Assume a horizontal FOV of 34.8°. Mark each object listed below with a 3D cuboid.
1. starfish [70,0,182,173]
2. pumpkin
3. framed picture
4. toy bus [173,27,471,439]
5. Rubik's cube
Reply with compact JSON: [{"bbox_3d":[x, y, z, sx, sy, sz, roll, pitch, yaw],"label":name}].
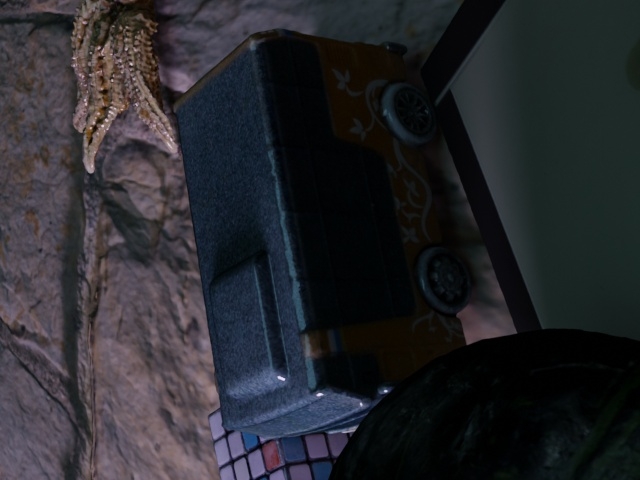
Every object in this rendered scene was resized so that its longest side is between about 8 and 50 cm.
[{"bbox_3d":[-0.205,-0.216,1.078,0.301,0.084,0.294,15,105,55],"label":"starfish"},{"bbox_3d":[0.125,0.192,0.470,0.315,0.238,0.315,28,136,31],"label":"pumpkin"},{"bbox_3d":[0.161,-0.034,0.590,0.265,0.016,0.347,122,136,-57],"label":"framed picture"},{"bbox_3d":[0.000,0.000,0.734,0.138,0.167,0.275,-28,68,48],"label":"toy bus"},{"bbox_3d":[-0.022,0.165,0.817,0.092,0.092,0.092,-38,60,46],"label":"Rubik's cube"}]
